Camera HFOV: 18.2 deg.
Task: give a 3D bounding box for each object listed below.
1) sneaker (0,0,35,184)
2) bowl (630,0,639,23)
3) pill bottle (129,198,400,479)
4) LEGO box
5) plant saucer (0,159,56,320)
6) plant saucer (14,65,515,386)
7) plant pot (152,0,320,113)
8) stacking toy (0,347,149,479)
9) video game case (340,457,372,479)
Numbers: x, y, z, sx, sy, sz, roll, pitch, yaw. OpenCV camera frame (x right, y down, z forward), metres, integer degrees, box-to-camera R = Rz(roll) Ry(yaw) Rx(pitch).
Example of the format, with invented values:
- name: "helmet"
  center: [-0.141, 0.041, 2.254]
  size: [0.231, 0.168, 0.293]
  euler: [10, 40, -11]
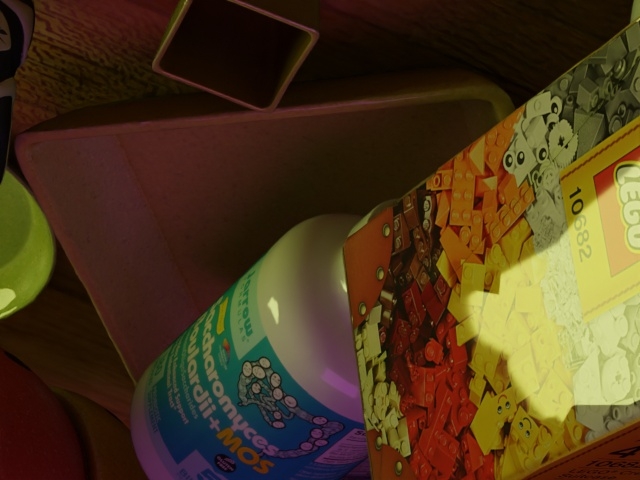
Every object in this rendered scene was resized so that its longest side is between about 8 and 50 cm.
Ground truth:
- name: "sneaker"
  center: [-0.259, -0.049, 1.277]
  size: [0.094, 0.153, 0.235]
  euler: [31, 118, -17]
- name: "bowl"
  center: [0.296, -0.146, 1.089]
  size: [0.298, 0.134, 0.298]
  euler: [-6, 159, -3]
- name: "pill bottle"
  center: [-0.005, 0.078, 1.306]
  size: [0.146, 0.146, 0.264]
  euler: [27, 136, -20]
- name: "LEGO box"
  center: [0.321, 0.036, 1.113]
  size: [0.500, 0.193, 0.372]
  euler: [4, 157, -28]
- name: "plant saucer"
  center: [-0.307, -0.023, 1.449]
  size: [0.241, 0.037, 0.241]
  euler: [5, 140, 4]
- name: "plant saucer"
  center: [0.000, 0.000, 1.387]
  size: [0.333, 0.081, 0.332]
  euler: [-4, 137, 15]
- name: "plant pot"
  center: [-0.047, -0.144, 1.224]
  size: [0.081, 0.083, 0.081]
  euler: [20, 139, -13]
- name: "stacking toy"
  center: [-0.237, 0.203, 1.442]
  size: [0.480, 0.350, 0.351]
  euler: [16, 144, -40]
- name: "video game case"
  center: [0.012, 0.175, 1.564]
  size: [0.201, 0.023, 0.183]
  euler: [2, 162, -5]
